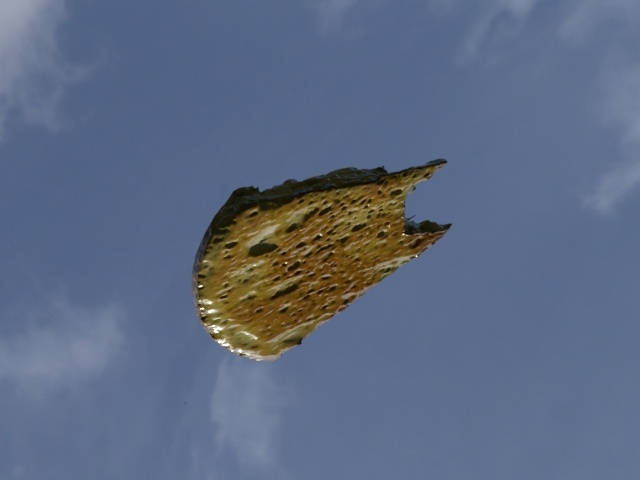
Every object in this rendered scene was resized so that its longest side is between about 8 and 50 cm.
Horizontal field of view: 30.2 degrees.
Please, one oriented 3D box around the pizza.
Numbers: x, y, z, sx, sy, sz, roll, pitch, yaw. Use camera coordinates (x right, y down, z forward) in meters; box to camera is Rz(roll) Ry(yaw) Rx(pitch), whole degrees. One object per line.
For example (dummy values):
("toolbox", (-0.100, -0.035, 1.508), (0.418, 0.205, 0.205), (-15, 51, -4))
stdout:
("pizza", (0.000, 0.000, 1.049), (0.262, 0.034, 0.181), (-31, -49, 1))
